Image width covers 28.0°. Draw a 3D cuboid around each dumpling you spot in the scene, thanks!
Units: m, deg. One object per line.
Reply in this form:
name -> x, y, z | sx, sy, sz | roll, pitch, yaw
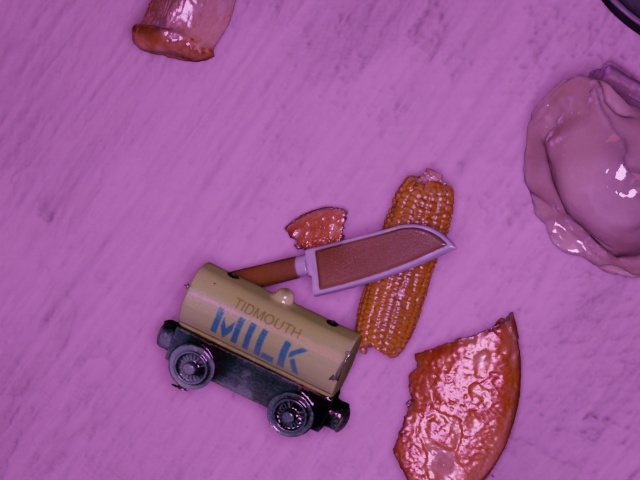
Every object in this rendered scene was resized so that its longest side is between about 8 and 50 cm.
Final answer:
dumpling -> 0.327, -0.065, 1.494 | 0.193, 0.147, 0.258 | -23, 94, 47

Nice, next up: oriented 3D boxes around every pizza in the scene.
pizza -> 0.000, 0.000, 1.587 | 0.083, 0.025, 0.078 | -14, 79, 14
pizza -> 0.164, 0.209, 1.534 | 0.134, 0.056, 0.271 | 12, 89, 7

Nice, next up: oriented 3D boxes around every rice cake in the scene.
rice cake -> 0.426, -0.117, 1.525 | 0.270, 0.049, 0.055 | 37, 69, 9

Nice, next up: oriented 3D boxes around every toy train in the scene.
toy train -> -0.067, 0.127, 1.533 | 0.253, 0.105, 0.157 | 25, 106, 12

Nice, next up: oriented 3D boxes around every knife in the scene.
knife -> 0.003, 0.037, 1.537 | 0.343, 0.027, 0.061 | -15, 69, 24

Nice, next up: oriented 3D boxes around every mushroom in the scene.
mushroom -> -0.121, -0.381, 1.604 | 0.123, 0.095, 0.351 | 29, 91, -11

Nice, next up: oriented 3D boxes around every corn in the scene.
corn -> 0.101, 0.027, 1.544 | 0.080, 0.080, 0.238 | 16, 87, 9

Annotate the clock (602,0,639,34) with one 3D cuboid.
clock -> 0.486, -0.401, 1.524 | 0.386, 0.076, 0.386 | -1, 86, 7
